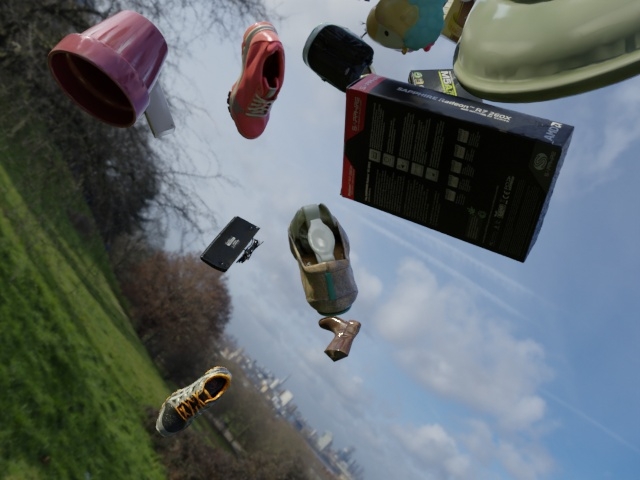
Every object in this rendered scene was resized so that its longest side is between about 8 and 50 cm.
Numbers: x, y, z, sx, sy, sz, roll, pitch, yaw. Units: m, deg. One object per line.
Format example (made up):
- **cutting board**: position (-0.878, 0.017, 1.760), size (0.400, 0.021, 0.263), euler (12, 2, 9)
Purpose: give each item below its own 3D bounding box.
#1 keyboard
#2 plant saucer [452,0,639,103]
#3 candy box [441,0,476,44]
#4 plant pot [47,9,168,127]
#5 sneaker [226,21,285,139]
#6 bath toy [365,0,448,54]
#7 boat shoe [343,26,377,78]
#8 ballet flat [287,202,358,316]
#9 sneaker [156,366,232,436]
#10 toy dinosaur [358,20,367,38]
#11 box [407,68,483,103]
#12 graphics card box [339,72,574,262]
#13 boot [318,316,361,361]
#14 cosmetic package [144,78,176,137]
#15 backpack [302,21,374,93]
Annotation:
- **keyboard**: position (-0.209, 0.020, 1.369), size (0.100, 0.192, 0.038), euler (29, -49, 3)
- **plant saucer**: position (0.329, -0.330, 0.679), size (0.100, 0.400, 0.400), euler (50, -13, -30)
- **candy box**: position (0.403, -0.598, 1.306), size (0.182, 0.316, 0.087), euler (18, 20, -22)
- **plant pot**: position (-0.416, -0.365, 1.163), size (0.201, 0.180, 0.201), euler (23, -27, 12)
- **sneaker**: position (-0.159, -0.385, 1.450), size (0.136, 0.115, 0.314), euler (56, -37, 42)
- **bath toy**: position (0.152, -0.377, 0.952), size (0.129, 0.151, 0.348), euler (59, 14, -11)
- **boat shoe**: position (0.126, -0.565, 1.904), size (0.103, 0.118, 0.321), euler (27, 47, -69)
- **ballet flat**: position (0.000, 0.000, 0.944), size (0.316, 0.107, 0.106), euler (-116, -169, -62)
- **sneaker**: position (-0.298, 0.379, 1.346), size (0.084, 0.215, 0.083), euler (51, -25, -7)
- **toy dinosaur**: position (0.164, -0.679, 1.827), size (0.090, 0.047, 0.082), euler (18, -35, -13)
- **box**: position (0.344, -0.387, 1.542), size (0.045, 0.184, 0.191), euler (91, -5, -61)
- **graphics card box**: position (0.218, -0.132, 0.992), size (0.370, 0.094, 0.233), euler (22, -48, 25)
- **boot**: position (0.025, 0.213, 1.223), size (0.106, 0.114, 0.037), euler (-2, -58, 27)
- **cosmetic package**: position (-0.434, -0.383, 1.417), size (0.239, 0.060, 0.099), euler (70, -16, -8)
- **backpack**: position (0.041, -0.557, 1.690), size (0.188, 0.166, 0.144), euler (22, 23, -30)
